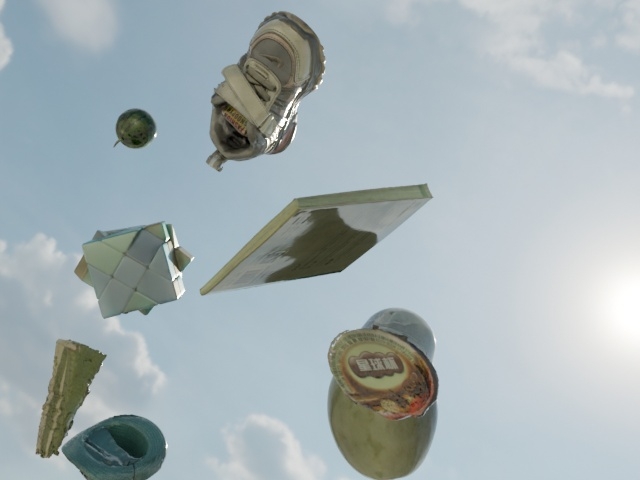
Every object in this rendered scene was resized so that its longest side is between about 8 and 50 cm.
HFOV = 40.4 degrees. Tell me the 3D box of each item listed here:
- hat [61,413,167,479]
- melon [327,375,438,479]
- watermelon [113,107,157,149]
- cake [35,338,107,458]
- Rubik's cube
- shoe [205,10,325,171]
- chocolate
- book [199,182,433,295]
[{"bbox_3d":[-0.353,0.366,1.469,0.138,0.191,0.078,37,-63,26],"label":"hat"},{"bbox_3d":[0.138,0.374,1.942,0.271,0.308,0.272,-2,-38,-2],"label":"melon"},{"bbox_3d":[-0.439,-0.262,2.058,0.109,0.109,0.109,20,-37,16],"label":"watermelon"},{"bbox_3d":[-0.296,0.188,1.027,0.051,0.140,0.055,4,-10,43],"label":"cake"},{"bbox_3d":[-0.433,0.070,2.027,0.265,0.213,0.224,-13,-83,0],"label":"Rubik's cube"},{"bbox_3d":[-0.067,-0.145,0.874,0.089,0.092,0.180,41,-41,12],"label":"shoe"},{"bbox_3d":[0.135,0.199,1.523,0.221,0.147,0.221,18,-52,24],"label":"chocolate"},{"bbox_3d":[0.000,0.000,1.150,0.215,0.282,0.025,-41,-110,34],"label":"book"}]
